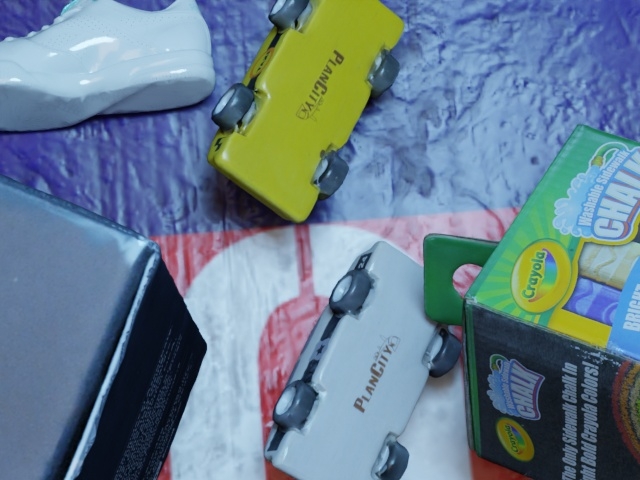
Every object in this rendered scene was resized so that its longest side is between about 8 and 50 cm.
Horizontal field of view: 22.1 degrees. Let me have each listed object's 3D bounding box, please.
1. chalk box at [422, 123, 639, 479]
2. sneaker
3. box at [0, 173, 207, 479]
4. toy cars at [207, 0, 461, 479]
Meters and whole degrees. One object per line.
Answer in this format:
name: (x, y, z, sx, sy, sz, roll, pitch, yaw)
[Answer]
chalk box: (0.206, 0.059, 1.086, 0.289, 0.180, 0.179, 22, 54, 23)
sneaker: (-0.188, -0.140, 1.217, 0.212, 0.080, 0.094, -6, 70, -8)
box: (-0.346, 0.078, 0.976, 0.480, 0.472, 0.297, 22, 82, 2)
toy cars: (0.000, 0.000, 1.182, 0.176, 0.087, 0.393, -8, 84, -31)
